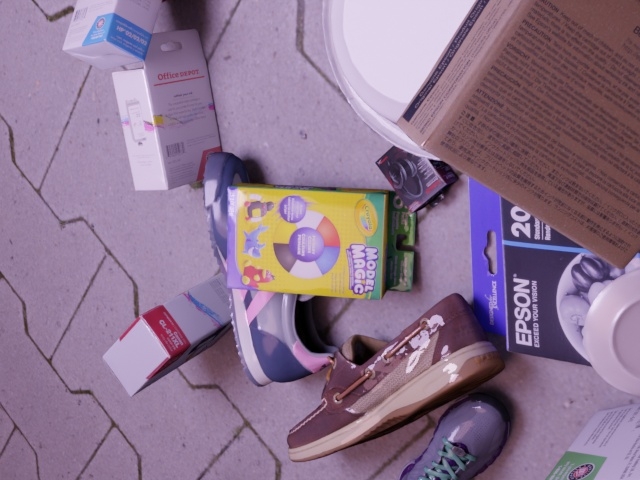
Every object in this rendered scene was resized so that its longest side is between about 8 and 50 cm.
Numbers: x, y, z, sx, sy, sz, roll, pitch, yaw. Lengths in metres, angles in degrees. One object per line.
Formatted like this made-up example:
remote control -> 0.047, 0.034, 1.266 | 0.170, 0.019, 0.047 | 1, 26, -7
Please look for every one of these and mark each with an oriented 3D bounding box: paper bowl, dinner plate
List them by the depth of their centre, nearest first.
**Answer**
dinner plate -> 0.331, 0.093, 0.824 | 0.141, 0.017, 0.141 | 2, 106, 6
paper bowl -> 0.125, -0.219, 0.830 | 0.284, 0.148, 0.284 | 13, 112, 34

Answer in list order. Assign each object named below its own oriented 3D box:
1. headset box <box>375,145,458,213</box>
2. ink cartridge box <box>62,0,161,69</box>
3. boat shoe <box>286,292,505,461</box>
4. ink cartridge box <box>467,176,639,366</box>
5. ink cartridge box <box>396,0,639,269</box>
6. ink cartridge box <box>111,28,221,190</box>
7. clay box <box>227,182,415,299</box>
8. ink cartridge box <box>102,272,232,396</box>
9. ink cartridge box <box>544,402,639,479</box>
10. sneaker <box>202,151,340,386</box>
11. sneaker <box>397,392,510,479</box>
headset box -> 0.112, -0.077, 0.966 | 0.062, 0.032, 0.083 | -41, 78, 39
ink cartridge box -> -0.243, -0.309, 1.037 | 0.104, 0.061, 0.181 | 4, 76, 45
boat shoe -> 0.069, 0.173, 1.045 | 0.342, 0.123, 0.123 | -39, 67, 40
ink cartridge box -> 0.244, 0.026, 0.893 | 0.208, 0.045, 0.206 | 7, 111, 37
ink cartridge box -> 0.216, -0.114, 0.720 | 0.234, 0.088, 0.193 | 29, 103, -20
ink cartridge box -> -0.203, -0.174, 1.121 | 0.067, 0.115, 0.198 | 2, 106, 37
clay box -> 0.000, 0.000, 1.009 | 0.222, 0.053, 0.127 | 3, 100, 13
ink cartridge box -> -0.199, 0.129, 1.189 | 0.072, 0.175, 0.127 | 52, 130, 7
ink cartridge box -> 0.365, 0.222, 0.766 | 0.278, 0.201, 0.117 | -24, 91, 40
sneaker -> -0.060, 0.029, 1.110 | 0.131, 0.112, 0.319 | -12, 99, 19
sneaker -> 0.153, 0.280, 1.012 | 0.083, 0.098, 0.224 | 31, 127, 6
